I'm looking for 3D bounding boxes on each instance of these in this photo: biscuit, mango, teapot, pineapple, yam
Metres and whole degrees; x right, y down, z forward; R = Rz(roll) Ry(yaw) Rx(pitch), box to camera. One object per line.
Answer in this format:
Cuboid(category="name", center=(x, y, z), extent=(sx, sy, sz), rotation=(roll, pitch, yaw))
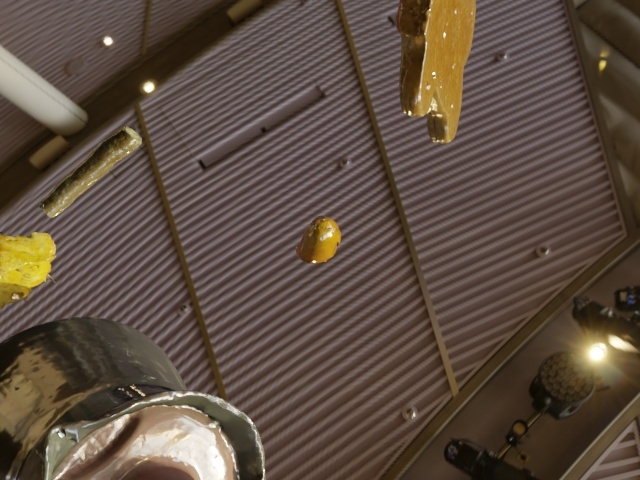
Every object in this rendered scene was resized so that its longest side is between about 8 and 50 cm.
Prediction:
Cuboid(category="biscuit", center=(0.224, -0.398, 1.130), extent=(0.076, 0.394, 0.368), rotation=(9, -88, 23))
Cuboid(category="mango", center=(0.000, 0.000, 0.998), extent=(0.063, 0.127, 0.077), rotation=(42, -116, 11))
Cuboid(category="teapot", center=(-0.220, 0.277, 0.649), extent=(0.361, 0.376, 0.305), rotation=(2, -136, 52))
Cuboid(category="pineapple", center=(-0.468, 0.052, 0.744), extent=(0.233, 0.135, 0.079), rotation=(-4, -117, -42))
Cuboid(category="yam", center=(-0.524, -0.156, 1.319), extent=(0.274, 0.061, 0.061), rotation=(-40, -119, 5))
